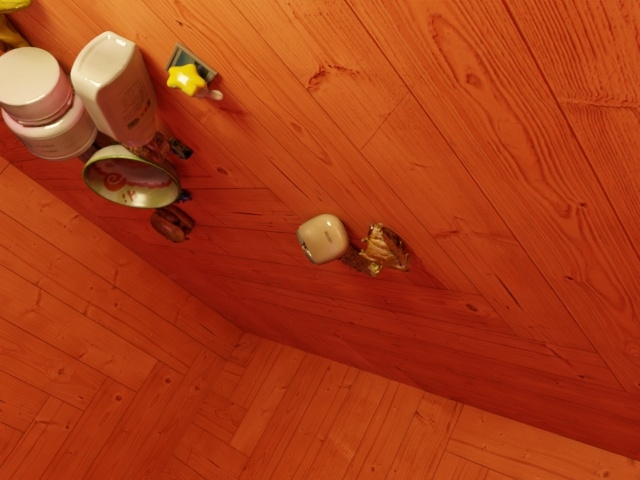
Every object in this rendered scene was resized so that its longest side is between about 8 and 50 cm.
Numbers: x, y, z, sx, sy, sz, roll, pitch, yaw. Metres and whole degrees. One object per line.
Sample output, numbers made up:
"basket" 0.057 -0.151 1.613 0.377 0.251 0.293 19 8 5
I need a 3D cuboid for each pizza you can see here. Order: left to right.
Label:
"pizza" 0.176 0.008 1.625 0.154 0.069 0.193 19 151 27

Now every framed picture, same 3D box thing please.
"framed picture" -0.308 -0.400 1.380 0.109 0.011 0.149 35 160 -16

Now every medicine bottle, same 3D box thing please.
"medicine bottle" -0.826 -0.403 1.754 0.241 0.241 0.302 27 160 8
"medicine bottle" -0.510 -0.365 1.499 0.124 0.179 0.324 26 161 8

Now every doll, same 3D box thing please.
"doll" -0.304 -0.368 1.364 0.135 0.071 0.113 23 179 35

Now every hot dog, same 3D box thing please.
"hot dog" -0.575 -0.328 1.798 0.268 0.075 0.144 29 152 26

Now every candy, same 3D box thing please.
"candy" -0.800 -0.609 1.442 0.199 0.094 0.106 18 152 16

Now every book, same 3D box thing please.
"book" -0.811 -0.345 2.121 0.389 0.032 0.269 7 152 33

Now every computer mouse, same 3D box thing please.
"computer mouse" 0.000 0.000 1.762 0.237 0.082 0.145 -19 98 61

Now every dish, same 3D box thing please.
"dish" -0.634 -0.242 2.004 0.325 0.124 0.324 2 153 1

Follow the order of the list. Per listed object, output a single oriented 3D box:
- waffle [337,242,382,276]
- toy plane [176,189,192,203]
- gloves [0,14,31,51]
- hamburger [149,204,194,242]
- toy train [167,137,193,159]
"waffle" 0.104 0.045 1.839 0.194 0.051 0.149 43 157 -19
"toy plane" -0.533 -0.163 2.231 0.062 0.054 0.167 12 174 -38
"gloves" -0.911 -0.581 1.670 0.133 0.116 0.294 36 167 3
"hamburger" -0.636 -0.073 2.492 0.182 0.117 0.191 27 156 -3
"toy train" -0.439 -0.285 1.816 0.083 0.033 0.053 40 153 -26
